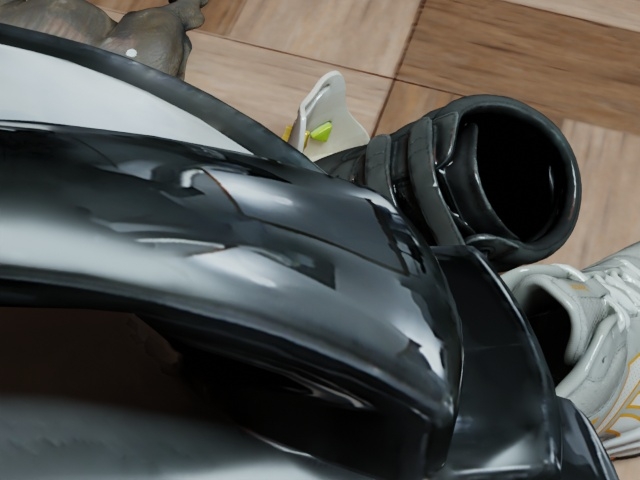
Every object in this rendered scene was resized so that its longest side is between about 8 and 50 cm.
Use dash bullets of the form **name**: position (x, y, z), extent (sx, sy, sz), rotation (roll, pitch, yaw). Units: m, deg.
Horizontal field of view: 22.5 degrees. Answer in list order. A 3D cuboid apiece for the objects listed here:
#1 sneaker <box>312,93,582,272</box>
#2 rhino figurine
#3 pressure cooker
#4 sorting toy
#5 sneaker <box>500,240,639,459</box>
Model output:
- **sneaker**: position (0.000, 0.000, 0.784), extent (0.296, 0.147, 0.104), rotation (-21, 87, -29)
- **rhino figurine**: position (-0.191, -0.116, 0.947), extent (0.243, 0.073, 0.106), rotation (4, 41, -2)
- **pressure cooker**: position (-0.143, 0.135, 0.443), extent (0.375, 0.420, 0.370), rotation (31, 48, 22)
- **sorting toy**: position (-0.004, -0.054, 0.905), extent (0.045, 0.075, 0.083), rotation (22, 45, 14)
- **sneaker**: position (0.130, 0.050, 0.783), extent (0.099, 0.121, 0.262), rotation (38, 51, 27)
